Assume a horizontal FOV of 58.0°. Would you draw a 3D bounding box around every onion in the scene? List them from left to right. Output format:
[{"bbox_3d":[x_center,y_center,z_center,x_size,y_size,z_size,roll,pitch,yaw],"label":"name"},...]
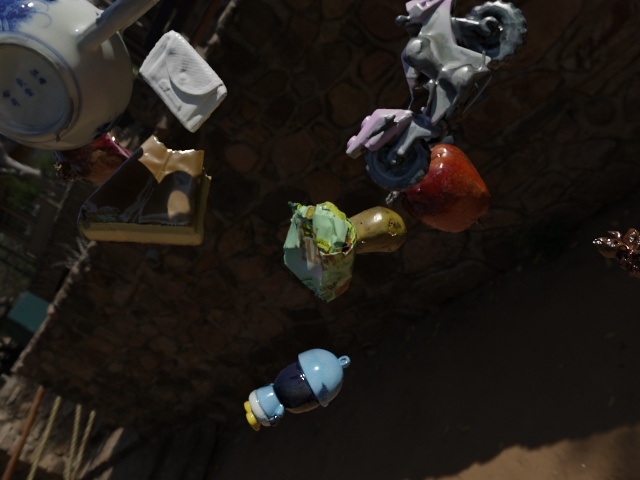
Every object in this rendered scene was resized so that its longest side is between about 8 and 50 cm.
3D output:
[{"bbox_3d":[-0.539,-0.199,1.330,0.163,0.230,0.230,-46,15,-5],"label":"onion"}]

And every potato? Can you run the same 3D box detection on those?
[{"bbox_3d":[0.141,-0.025,1.538,0.137,0.176,0.137,172,90,-86],"label":"potato"}]

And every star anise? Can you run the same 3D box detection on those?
[{"bbox_3d":[0.722,0.018,1.301,0.144,0.159,0.140,-48,52,53],"label":"star anise"}]

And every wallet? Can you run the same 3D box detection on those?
[{"bbox_3d":[-0.274,-0.315,1.139,0.124,0.183,0.032,-43,-7,21],"label":"wallet"}]

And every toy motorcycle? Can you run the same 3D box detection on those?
[{"bbox_3d":[0.156,-0.241,0.889,0.327,0.188,0.143,-53,-16,10],"label":"toy motorcycle"}]

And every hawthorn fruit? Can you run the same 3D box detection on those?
[{"bbox_3d":[0.241,-0.097,1.144,0.174,0.179,0.173,-18,58,32],"label":"hawthorn fruit"}]

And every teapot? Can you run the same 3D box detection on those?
[{"bbox_3d":[-0.427,-0.286,0.939,0.424,0.252,0.280,-30,28,18],"label":"teapot"}]

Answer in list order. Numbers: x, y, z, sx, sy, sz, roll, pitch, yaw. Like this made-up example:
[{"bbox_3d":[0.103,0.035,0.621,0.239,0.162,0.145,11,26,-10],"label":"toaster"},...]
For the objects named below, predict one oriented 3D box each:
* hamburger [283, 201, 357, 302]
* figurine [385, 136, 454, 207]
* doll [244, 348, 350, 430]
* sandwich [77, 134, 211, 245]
[{"bbox_3d":[-0.003,-0.002,1.302,0.235,0.125,0.214,57,147,40],"label":"hamburger"},{"bbox_3d":[0.293,-0.225,1.708,0.175,0.197,0.264,-125,32,-51],"label":"figurine"},{"bbox_3d":[-0.057,0.401,1.574,0.314,0.141,0.177,-31,29,2],"label":"doll"},{"bbox_3d":[-0.323,-0.092,1.071,0.108,0.220,0.185,90,-179,-67],"label":"sandwich"}]
